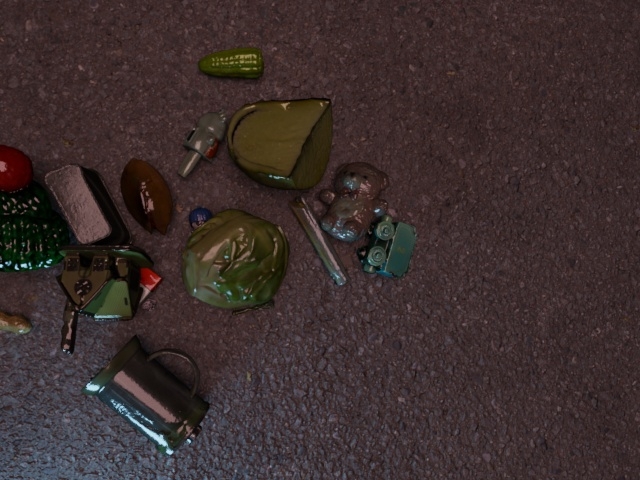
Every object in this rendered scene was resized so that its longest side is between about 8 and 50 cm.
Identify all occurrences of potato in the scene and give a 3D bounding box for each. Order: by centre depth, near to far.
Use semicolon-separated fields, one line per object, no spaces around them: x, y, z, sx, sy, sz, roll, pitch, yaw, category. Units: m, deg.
-0.138;-0.282;1.483;0.280;0.212;0.330;15;61;14;potato

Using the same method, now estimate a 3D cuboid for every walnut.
-0.518;-0.129;1.419;0.137;0.137;0.245;-22;92;-11;walnut

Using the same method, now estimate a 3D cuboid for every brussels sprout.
-0.241;0.055;1.403;0.328;0.247;0.327;-2;95;-29;brussels sprout

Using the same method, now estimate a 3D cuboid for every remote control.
-0.556;0.190;1.453;0.096;0.014;0.039;18;74;-11;remote control

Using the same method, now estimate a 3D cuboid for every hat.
-0.821;-0.091;1.269;0.274;0.242;0.332;5;105;5;hat

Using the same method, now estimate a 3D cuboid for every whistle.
-0.365;-0.304;1.469;0.106;0.102;0.253;32;80;-11;whistle
0.001;-0.001;1.547;0.057;0.068;0.326;-31;94;-39;whistle

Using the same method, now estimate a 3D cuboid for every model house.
-0.586;0.166;1.285;0.219;0.205;0.278;-1;73;-4;model house

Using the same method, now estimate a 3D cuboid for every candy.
-0.282;-0.562;1.504;0.210;0.097;0.096;-6;89;-9;candy

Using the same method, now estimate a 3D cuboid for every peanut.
-0.895;0.236;1.368;0.113;0.054;0.053;20;84;-10;peanut

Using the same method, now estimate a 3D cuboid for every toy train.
0.223;0.023;1.569;0.163;0.112;0.203;20;84;-16;toy train

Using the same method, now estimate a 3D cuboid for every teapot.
-0.465;0.437;1.365;0.337;0.200;0.270;45;91;-8;teapot

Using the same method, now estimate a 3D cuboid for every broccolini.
-0.215;0.212;1.516;0.140;0.030;0.035;-11;81;-7;broccolini

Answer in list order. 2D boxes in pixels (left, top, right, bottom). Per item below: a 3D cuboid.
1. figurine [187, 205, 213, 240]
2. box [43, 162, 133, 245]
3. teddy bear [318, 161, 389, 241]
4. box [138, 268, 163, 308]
-0.377;-0.028;1.475;0.087;0.086;0.149;22;95;14;figurine
-0.669;-0.083;1.361;0.138;0.178;0.274;-29;92;-11;box
0.108;-0.127;1.527;0.236;0.151;0.267;19;89;22;teddy bear
-0.565;0.146;1.426;0.100;0.048;0.152;38;73;-1;box
